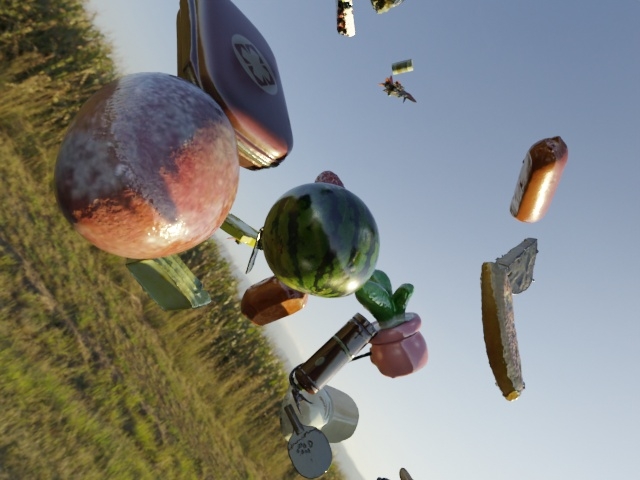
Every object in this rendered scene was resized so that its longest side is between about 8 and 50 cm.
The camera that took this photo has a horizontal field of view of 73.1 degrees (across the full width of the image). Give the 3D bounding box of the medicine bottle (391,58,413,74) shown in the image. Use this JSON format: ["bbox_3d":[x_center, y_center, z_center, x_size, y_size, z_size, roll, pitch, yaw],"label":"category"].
[{"bbox_3d":[0.342,-0.724,1.800,0.047,0.083,0.047,-6,90,-68],"label":"medicine bottle"}]

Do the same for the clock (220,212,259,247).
[{"bbox_3d":[-0.334,-0.031,1.790,0.277,0.071,0.293,27,8,-48],"label":"clock"}]

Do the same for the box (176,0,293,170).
[{"bbox_3d":[-0.171,-0.327,0.871,0.263,0.108,0.403,30,40,-50],"label":"box"}]

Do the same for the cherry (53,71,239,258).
[{"bbox_3d":[-0.214,-0.098,0.576,0.285,0.213,0.235,-76,148,-67],"label":"cherry"}]

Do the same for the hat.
[{"bbox_3d":[0.002,0.653,1.649,0.302,0.257,0.168,16,-26,0],"label":"hat"}]

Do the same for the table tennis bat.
[{"bbox_3d":[-0.052,0.639,1.388,0.234,0.131,0.022,59,-18,23],"label":"table tennis bat"}]

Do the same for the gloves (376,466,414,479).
[{"bbox_3d":[0.132,0.436,0.633,0.129,0.180,0.106,26,-30,-33],"label":"gloves"}]

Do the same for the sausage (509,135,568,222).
[{"bbox_3d":[0.604,-0.149,1.209,0.348,0.097,0.093,70,23,-55],"label":"sausage"}]

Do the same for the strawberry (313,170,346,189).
[{"bbox_3d":[0.025,-0.147,1.612,0.205,0.206,0.244,98,-7,-67],"label":"strawberry"}]

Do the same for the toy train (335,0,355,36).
[{"bbox_3d":[0.063,-0.673,1.180,0.249,0.053,0.085,79,-2,-68],"label":"toy train"}]

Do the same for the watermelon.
[{"bbox_3d":[0.000,0.000,1.043,0.285,0.285,0.285,52,-16,22],"label":"watermelon"}]

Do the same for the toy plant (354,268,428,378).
[{"bbox_3d":[0.232,0.278,1.460,0.317,0.211,0.355,-24,101,-72],"label":"toy plant"}]

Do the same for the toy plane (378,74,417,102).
[{"bbox_3d":[0.352,-0.659,1.928,0.189,0.061,0.130,34,-12,-16],"label":"toy plane"}]

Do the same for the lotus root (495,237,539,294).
[{"bbox_3d":[0.752,0.116,1.662,0.074,0.261,0.170,7,-59,60],"label":"lotus root"}]

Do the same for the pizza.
[{"bbox_3d":[0.354,0.173,0.848,0.056,0.134,0.270,-10,-80,31],"label":"pizza"}]

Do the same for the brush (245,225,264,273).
[{"bbox_3d":[-0.171,0.031,1.190,0.028,0.034,0.190,34,-48,8],"label":"brush"}]

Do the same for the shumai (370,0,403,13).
[{"bbox_3d":[0.182,-0.845,1.300,0.189,0.255,0.218,4,-10,41],"label":"shumai"}]

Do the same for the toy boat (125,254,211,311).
[{"bbox_3d":[-0.385,0.102,1.097,0.084,0.111,0.276,-80,151,-47],"label":"toy boat"}]

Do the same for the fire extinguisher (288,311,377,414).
[{"bbox_3d":[0.035,0.384,1.352,0.141,0.341,0.105,45,-13,14],"label":"fire extinguisher"}]

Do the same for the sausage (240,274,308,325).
[{"bbox_3d":[-0.167,0.215,1.598,0.153,0.268,0.141,57,12,-46],"label":"sausage"}]
